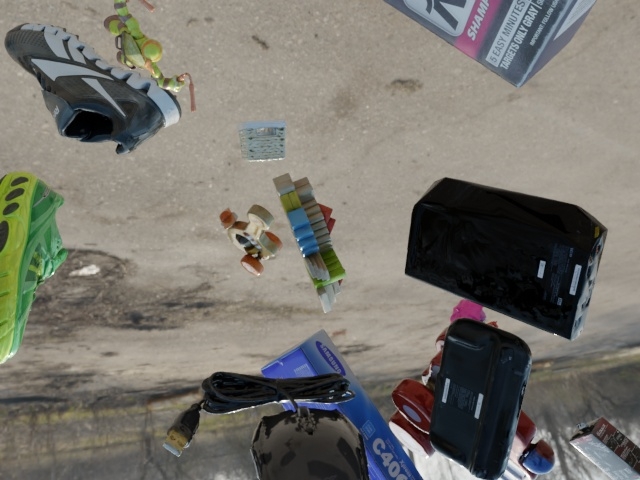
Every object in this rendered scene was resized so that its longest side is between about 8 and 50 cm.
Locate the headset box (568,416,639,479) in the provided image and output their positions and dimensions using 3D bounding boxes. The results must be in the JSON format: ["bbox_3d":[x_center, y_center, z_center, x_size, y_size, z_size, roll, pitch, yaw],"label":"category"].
[{"bbox_3d":[0.377,0.274,0.646,0.032,0.083,0.062,-38,157,-24],"label":"headset box"}]

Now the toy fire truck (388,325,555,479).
[{"bbox_3d":[0.268,0.311,0.845,0.169,0.253,0.302,-41,148,-25],"label":"toy fire truck"}]

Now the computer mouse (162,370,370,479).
[{"bbox_3d":[-0.049,0.172,0.421,0.183,0.060,0.262,0,-166,-3],"label":"computer mouse"}]

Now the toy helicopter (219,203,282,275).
[{"bbox_3d":[-0.226,-0.039,1.560,0.235,0.140,0.355,39,156,-2],"label":"toy helicopter"}]

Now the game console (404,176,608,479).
[{"bbox_3d":[0.187,0.116,0.589,0.043,0.362,0.213,-11,-156,-41],"label":"game console"}]

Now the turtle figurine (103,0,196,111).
[{"bbox_3d":[-0.367,-0.384,1.004,0.087,0.217,0.270,-42,132,-15],"label":"turtle figurine"}]

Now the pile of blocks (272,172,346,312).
[{"bbox_3d":[0.000,0.000,1.193,0.112,0.149,0.363,-23,114,-5],"label":"pile of blocks"}]

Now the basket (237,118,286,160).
[{"bbox_3d":[-0.158,-0.269,1.319,0.113,0.103,0.167,-7,-166,-14],"label":"basket"}]

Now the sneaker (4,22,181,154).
[{"bbox_3d":[-0.289,-0.174,0.572,0.234,0.106,0.078,28,152,6],"label":"sneaker"}]

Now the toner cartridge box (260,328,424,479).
[{"bbox_3d":[0.038,0.356,0.943,0.075,0.348,0.165,-29,172,-45],"label":"toner cartridge box"}]

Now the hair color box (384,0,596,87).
[{"bbox_3d":[0.076,-0.300,0.394,0.105,0.347,0.174,-42,162,-25],"label":"hair color box"}]

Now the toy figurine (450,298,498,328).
[{"bbox_3d":[0.344,0.194,1.039,0.130,0.159,0.173,-26,173,40],"label":"toy figurine"}]

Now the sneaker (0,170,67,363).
[{"bbox_3d":[-0.455,0.043,0.759,0.109,0.296,0.123,0,166,25],"label":"sneaker"}]
